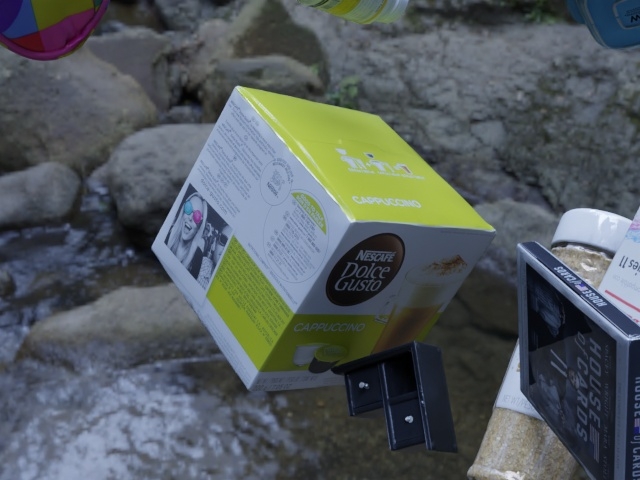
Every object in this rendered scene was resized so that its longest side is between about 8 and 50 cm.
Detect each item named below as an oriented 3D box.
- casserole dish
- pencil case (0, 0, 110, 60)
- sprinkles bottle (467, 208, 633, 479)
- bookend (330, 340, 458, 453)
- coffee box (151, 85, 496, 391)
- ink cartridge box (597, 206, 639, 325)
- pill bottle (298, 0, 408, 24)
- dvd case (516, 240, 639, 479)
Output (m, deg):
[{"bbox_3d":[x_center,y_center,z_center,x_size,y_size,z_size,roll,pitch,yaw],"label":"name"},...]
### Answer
[{"bbox_3d":[0.322,-0.233,0.877,0.188,0.114,0.037,-11,48,33],"label":"casserole dish"},{"bbox_3d":[-0.229,-0.215,0.638,0.104,0.104,0.236,-20,45,-31],"label":"pencil case"},{"bbox_3d":[0.292,0.142,1.126,0.121,0.121,0.355,18,76,22],"label":"sprinkles bottle"},{"bbox_3d":[0.105,0.244,1.371,0.072,0.157,0.156,19,57,-48],"label":"bookend"},{"bbox_3d":[0.000,0.000,1.507,0.337,0.334,0.338,3,37,-44],"label":"coffee box"},{"bbox_3d":[0.405,0.039,0.954,0.119,0.353,0.207,22,8,-19],"label":"ink cartridge box"},{"bbox_3d":[0.047,-0.384,1.411,0.184,0.103,0.103,5,22,-46],"label":"pill bottle"},{"bbox_3d":[0.248,0.123,0.908,0.029,0.179,0.239,-8,20,-8],"label":"dvd case"}]
